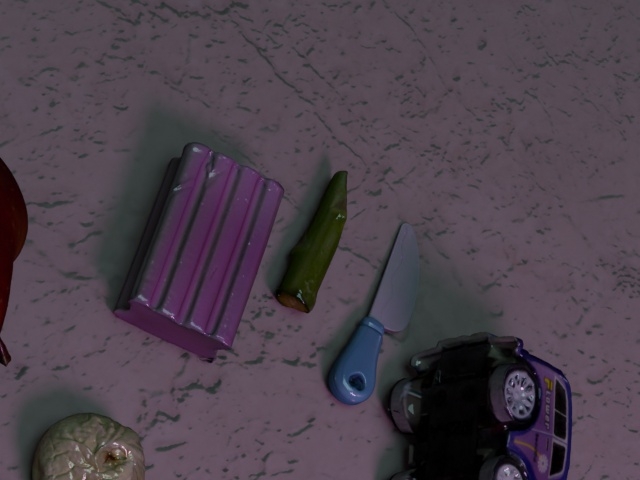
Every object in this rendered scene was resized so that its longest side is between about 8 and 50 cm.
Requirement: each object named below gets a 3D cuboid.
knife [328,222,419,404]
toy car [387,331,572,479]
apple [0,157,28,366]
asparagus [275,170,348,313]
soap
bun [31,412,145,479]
[{"bbox_3d":[0.071,0.082,1.760,0.058,0.032,0.244,35,54,-10],"label":"knife"},{"bbox_3d":[0.179,0.225,1.684,0.158,0.172,0.235,22,65,-36],"label":"toy car"},{"bbox_3d":[-0.404,0.015,1.376,0.317,0.288,0.288,23,61,-9],"label":"apple"},{"bbox_3d":[0.000,0.000,1.741,0.045,0.041,0.178,9,56,24],"label":"asparagus"},{"bbox_3d":[-0.124,0.009,1.652,0.122,0.065,0.203,28,60,-17],"label":"soap"},{"bbox_3d":[-0.218,0.219,1.516,0.115,0.069,0.115,10,67,-24],"label":"bun"}]
